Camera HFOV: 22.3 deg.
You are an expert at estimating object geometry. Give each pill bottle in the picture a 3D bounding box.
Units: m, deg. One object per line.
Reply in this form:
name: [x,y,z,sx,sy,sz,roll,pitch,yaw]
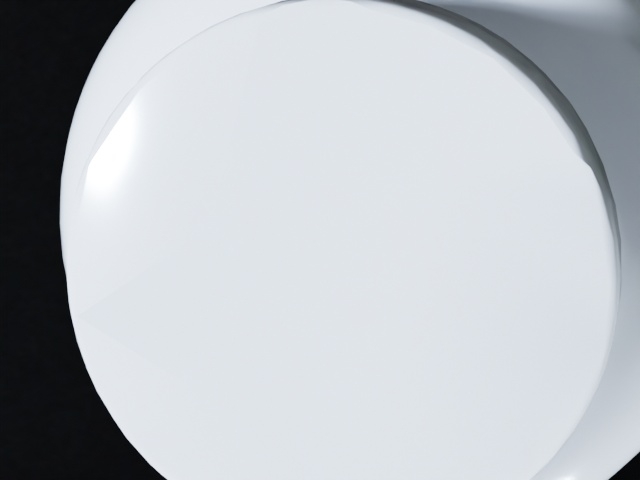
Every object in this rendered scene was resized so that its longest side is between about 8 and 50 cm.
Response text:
pill bottle: [0.032,-0.017,0.510,0.323,0.182,0.181,-43,-65,-75]
